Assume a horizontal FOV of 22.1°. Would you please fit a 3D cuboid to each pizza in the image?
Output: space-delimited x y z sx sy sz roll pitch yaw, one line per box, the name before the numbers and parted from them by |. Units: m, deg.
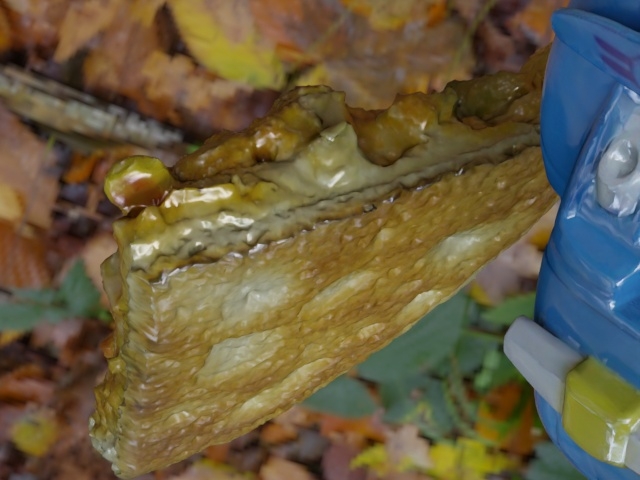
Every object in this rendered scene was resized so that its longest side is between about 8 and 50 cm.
pizza | 0.006 0.013 0.830 0.257 0.087 0.268 -17 153 -20

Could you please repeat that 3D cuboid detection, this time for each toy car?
toy car | 0.156 0.035 0.604 0.198 0.166 0.314 40 147 33
